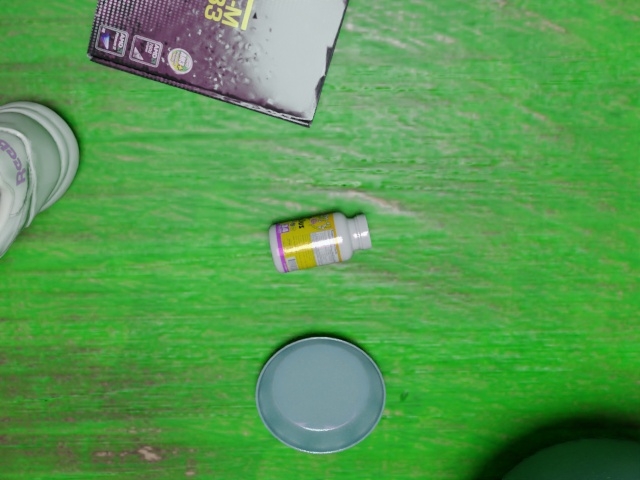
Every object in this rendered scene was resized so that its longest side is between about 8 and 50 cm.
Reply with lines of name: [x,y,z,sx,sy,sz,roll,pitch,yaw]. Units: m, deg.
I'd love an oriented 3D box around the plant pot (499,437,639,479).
plant pot: [0.247,0.286,0.610,0.290,0.195,0.290,0,106,0]

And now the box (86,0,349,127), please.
box: [-0.067,-0.204,0.546,0.184,0.045,0.190,18,106,-3]

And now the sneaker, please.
sneaker: [-0.326,0.010,0.551,0.114,0.152,0.305,43,103,-13]

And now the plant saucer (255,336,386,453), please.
plant saucer: [0.000,0.141,0.657,0.119,0.021,0.119,0,107,0]

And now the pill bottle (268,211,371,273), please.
pill bottle: [0.000,0.000,0.605,0.083,0.043,0.043,-11,106,2]
